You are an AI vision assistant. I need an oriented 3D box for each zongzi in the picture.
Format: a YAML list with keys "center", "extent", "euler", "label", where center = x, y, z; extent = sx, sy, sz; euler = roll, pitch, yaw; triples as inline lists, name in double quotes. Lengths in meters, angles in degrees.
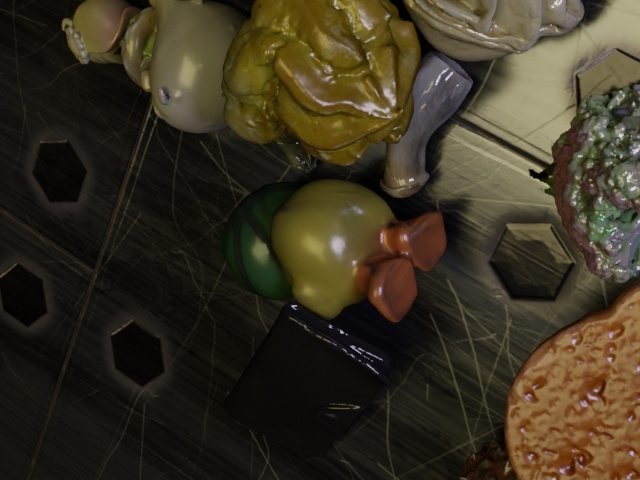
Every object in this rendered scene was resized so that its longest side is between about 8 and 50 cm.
- center: [-0.057, -0.151, 1.682]
  extent: [0.055, 0.119, 0.109]
  euler: [14, 113, 46]
  label: "zongzi"

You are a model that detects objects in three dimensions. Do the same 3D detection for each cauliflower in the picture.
- center: [0.432, -0.083, 1.405]
  extent: [0.315, 0.256, 0.239]
  euler: [-9, 143, 15]
  label: "cauliflower"

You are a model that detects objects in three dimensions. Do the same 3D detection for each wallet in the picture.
- center: [-0.026, 0.234, 1.709]
  extent: [0.197, 0.051, 0.377]
  euler: [30, 143, -2]
  label: "wallet"

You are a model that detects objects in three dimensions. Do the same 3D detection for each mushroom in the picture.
- center: [0.142, -0.165, 1.592]
  extent: [0.081, 0.092, 0.223]
  euler: [48, 123, 50]
  label: "mushroom"

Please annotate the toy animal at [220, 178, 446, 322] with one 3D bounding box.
- center: [-0.002, -0.002, 1.630]
  extent: [0.338, 0.216, 0.191]
  euler: [8, 143, 37]
  label: "toy animal"

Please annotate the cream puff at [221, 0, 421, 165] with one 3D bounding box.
- center: [0.026, -0.235, 1.501]
  extent: [0.257, 0.291, 0.324]
  euler: [36, 159, 9]
  label: "cream puff"

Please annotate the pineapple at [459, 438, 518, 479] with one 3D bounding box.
- center: [0.386, 0.342, 1.567]
  extent: [0.361, 0.175, 0.175]
  euler: [-14, 96, 17]
  label: "pineapple"

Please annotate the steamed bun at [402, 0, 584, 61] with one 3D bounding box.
- center: [0.232, -0.378, 1.408]
  extent: [0.289, 0.203, 0.276]
  euler: [-13, 101, 23]
  label: "steamed bun"

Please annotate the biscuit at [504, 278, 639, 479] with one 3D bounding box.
- center: [0.458, 0.217, 1.397]
  extent: [0.455, 0.078, 0.349]
  euler: [-20, 97, 20]
  label: "biscuit"

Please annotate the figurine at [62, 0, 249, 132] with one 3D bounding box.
- center: [-0.259, -0.329, 1.712]
  extent: [0.394, 0.226, 0.274]
  euler: [22, 127, 36]
  label: "figurine"
